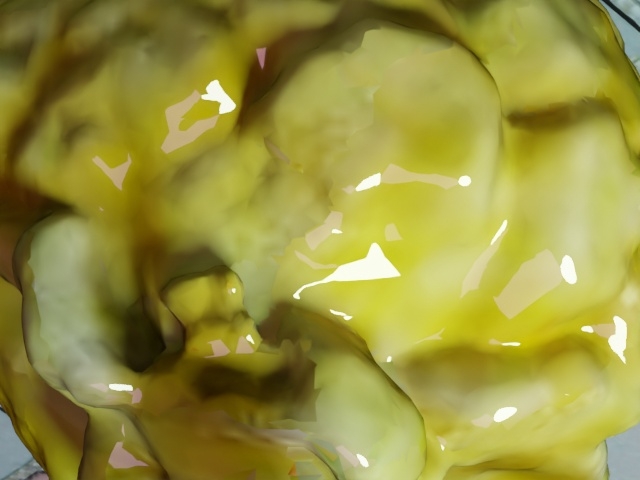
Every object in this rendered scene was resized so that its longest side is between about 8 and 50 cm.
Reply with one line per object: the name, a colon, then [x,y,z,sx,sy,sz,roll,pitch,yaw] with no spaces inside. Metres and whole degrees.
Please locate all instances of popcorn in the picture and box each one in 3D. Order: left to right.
popcorn: [-0.009,-0.009,0.934,0.390,0.354,0.344,42,-177,40]
